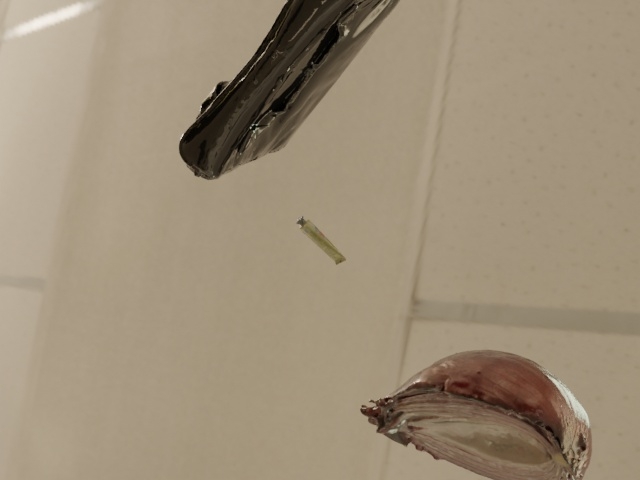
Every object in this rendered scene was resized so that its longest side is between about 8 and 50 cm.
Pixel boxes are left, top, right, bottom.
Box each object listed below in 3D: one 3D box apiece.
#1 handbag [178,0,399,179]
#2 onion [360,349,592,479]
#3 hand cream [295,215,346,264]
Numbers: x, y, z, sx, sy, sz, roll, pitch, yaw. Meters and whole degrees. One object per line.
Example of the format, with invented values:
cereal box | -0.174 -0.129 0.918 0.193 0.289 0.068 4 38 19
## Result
handbag | -0.026 -0.191 1.233 0.275 0.088 0.244 -48 179 20
onion | 0.186 0.198 1.440 0.284 0.227 0.120 7 -124 27
hand cream | 0.000 0.000 1.974 0.022 0.102 0.035 -53 -166 -31
